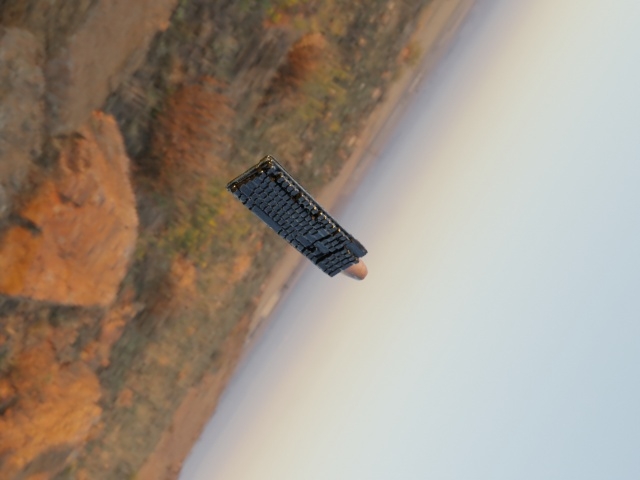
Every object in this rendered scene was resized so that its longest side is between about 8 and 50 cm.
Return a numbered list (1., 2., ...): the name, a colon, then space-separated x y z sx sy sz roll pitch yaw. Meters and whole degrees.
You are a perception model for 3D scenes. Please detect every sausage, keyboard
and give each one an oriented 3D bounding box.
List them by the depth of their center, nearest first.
1. keyboard: -0.025 -0.022 1.247 0.072 0.231 0.023 -33 -136 16
2. sausage: 0.000 0.000 1.400 0.043 0.186 0.043 -31 -142 27
